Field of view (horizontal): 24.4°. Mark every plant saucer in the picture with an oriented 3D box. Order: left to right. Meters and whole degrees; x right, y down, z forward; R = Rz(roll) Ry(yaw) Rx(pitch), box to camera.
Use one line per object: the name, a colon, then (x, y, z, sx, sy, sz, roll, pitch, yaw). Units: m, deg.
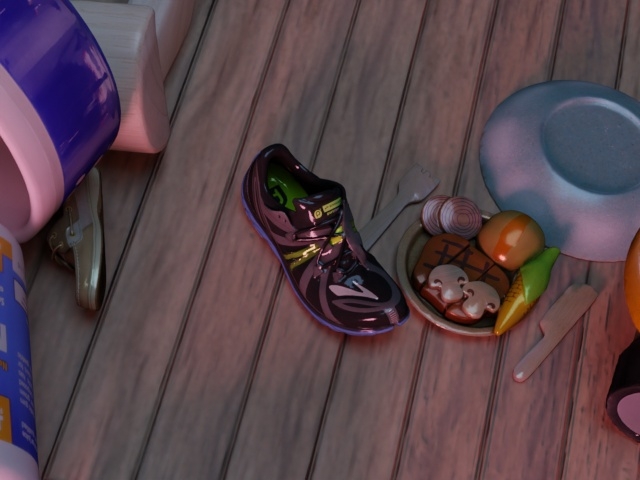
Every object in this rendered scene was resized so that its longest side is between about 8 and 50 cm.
plant saucer: (0.237, -0.073, 1.288, 0.195, 0.037, 0.195, 5, 57, -7)

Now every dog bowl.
dog bowl: (-0.281, -0.124, 1.090, 0.265, 0.265, 0.104, 32, 61, 10)

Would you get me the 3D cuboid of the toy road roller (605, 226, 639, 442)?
toy road roller: (0.389, 0.065, 1.106, 0.329, 0.240, 0.202, 23, 58, 4)

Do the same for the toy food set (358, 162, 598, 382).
toy food set: (0.126, 0.017, 1.210, 0.192, 0.038, 0.132, 36, 59, 13)

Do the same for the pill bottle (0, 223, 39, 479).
pill bottle: (-0.271, 0.124, 1.006, 0.152, 0.152, 0.272, -4, 59, -12)

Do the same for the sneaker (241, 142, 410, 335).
sneaker: (0.000, 0.000, 1.175, 0.067, 0.078, 0.188, -29, 68, -24)

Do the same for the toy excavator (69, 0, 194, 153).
toy excavator: (-0.117, -0.332, 1.287, 0.222, 0.445, 0.433, 5, 19, 11)

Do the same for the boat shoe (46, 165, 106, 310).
boat shoe: (-0.192, -0.001, 1.162, 0.045, 0.050, 0.135, -3, 49, -8)
